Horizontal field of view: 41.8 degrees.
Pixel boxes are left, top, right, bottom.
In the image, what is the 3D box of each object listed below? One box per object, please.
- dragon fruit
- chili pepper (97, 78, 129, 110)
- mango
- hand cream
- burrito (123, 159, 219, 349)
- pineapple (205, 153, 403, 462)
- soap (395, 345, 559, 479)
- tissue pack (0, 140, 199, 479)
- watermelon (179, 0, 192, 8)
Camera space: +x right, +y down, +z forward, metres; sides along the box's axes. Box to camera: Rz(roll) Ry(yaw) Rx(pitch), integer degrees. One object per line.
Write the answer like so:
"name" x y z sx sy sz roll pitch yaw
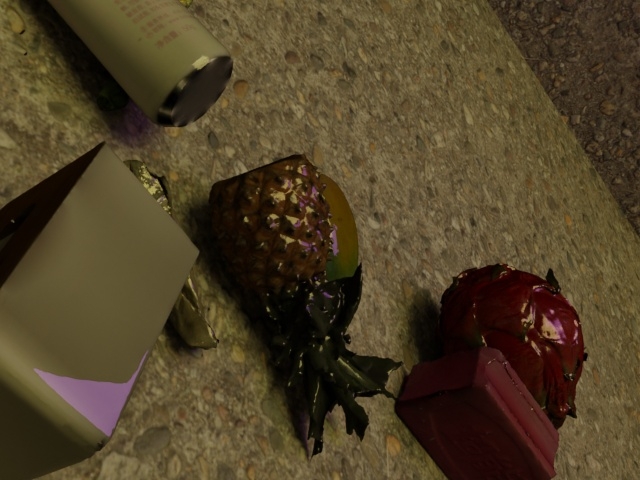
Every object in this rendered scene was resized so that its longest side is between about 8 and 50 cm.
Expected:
"dragon fruit" 0.313 0.172 1.353 0.299 0.244 0.244 55 31 1
"chili pepper" -0.239 -0.182 0.993 0.034 0.030 0.091 23 41 -14
"mango" 0.000 0.000 1.167 0.130 0.091 0.195 -10 85 -61
"hand cream" -0.254 -0.289 0.969 0.359 0.118 0.185 48 34 6
"burrito" -0.167 0.017 0.926 0.063 0.058 0.230 -16 79 -54
"pineapple" -0.014 0.079 1.033 0.165 0.165 0.365 -34 103 -59
"soap" 0.250 0.283 1.251 0.250 0.162 0.099 51 33 -18
"tissue pack" -0.228 0.060 0.700 0.136 0.159 0.246 50 32 -25
"watermelon" -0.220 -0.328 1.093 0.105 0.062 0.106 14 61 -27
